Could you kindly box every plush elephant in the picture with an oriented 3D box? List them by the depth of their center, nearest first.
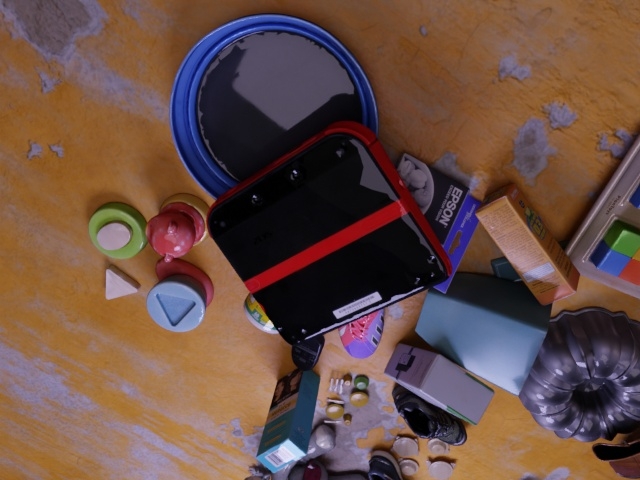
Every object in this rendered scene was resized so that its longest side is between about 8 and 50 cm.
[{"bbox_3d":[-0.064,0.666,1.410,0.330,0.255,0.271,-18,113,15],"label":"plush elephant"}]

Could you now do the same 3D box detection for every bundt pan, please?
[{"bbox_3d":[0.593,0.316,1.234,0.331,0.124,0.330,3,118,5],"label":"bundt pan"}]

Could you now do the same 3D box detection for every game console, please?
[{"bbox_3d":[0.000,0.000,1.050,0.387,0.060,0.341,-28,103,27],"label":"game console"}]

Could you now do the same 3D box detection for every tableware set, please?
[{"bbox_3d":[0.066,0.396,1.392,0.104,0.024,0.154,6,116,0],"label":"tableware set"},{"bbox_3d":[0.266,0.563,1.453,0.169,0.020,0.140,0,115,8],"label":"tableware set"}]

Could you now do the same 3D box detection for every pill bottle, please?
[{"bbox_3d":[-0.070,0.091,1.199,0.118,0.117,0.208,31,116,-9],"label":"pill bottle"}]

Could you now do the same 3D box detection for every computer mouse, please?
[{"bbox_3d":[-0.009,0.200,1.297,0.071,0.041,0.241,27,113,15],"label":"computer mouse"}]

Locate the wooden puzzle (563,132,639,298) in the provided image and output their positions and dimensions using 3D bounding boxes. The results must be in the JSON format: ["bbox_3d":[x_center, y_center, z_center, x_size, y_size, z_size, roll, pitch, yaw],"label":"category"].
[{"bbox_3d":[0.688,-0.016,1.068,0.348,0.080,0.321,20,115,-6],"label":"wooden puzzle"}]

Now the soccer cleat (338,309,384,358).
[{"bbox_3d":[0.092,0.141,1.205,0.109,0.116,0.317,8,117,3],"label":"soccer cleat"}]

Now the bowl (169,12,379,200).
[{"bbox_3d":[-0.086,-0.226,1.065,0.392,0.077,0.390,3,117,5],"label":"bowl"}]

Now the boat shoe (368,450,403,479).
[{"bbox_3d":[0.194,0.667,1.469,0.095,0.079,0.254,-9,116,30],"label":"boat shoe"}]

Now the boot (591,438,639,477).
[{"bbox_3d":[0.761,0.452,1.240,0.264,0.096,0.280,-18,144,27],"label":"boot"}]

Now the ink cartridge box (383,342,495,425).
[{"bbox_3d":[0.248,0.305,1.214,0.153,0.208,0.086,33,80,-10],"label":"ink cartridge box"}]

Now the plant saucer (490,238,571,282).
[{"bbox_3d":[0.460,0.047,1.172,0.192,0.018,0.067,-16,113,15],"label":"plant saucer"}]

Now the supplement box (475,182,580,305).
[{"bbox_3d":[0.404,0.007,1.090,0.233,0.078,0.080,51,131,-4],"label":"supplement box"}]

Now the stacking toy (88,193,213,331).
[{"bbox_3d":[-0.377,0.060,1.212,0.280,0.130,0.308,3,117,5],"label":"stacking toy"}]

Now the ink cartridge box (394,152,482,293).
[{"bbox_3d":[0.205,-0.031,1.092,0.208,0.045,0.206,27,82,-8],"label":"ink cartridge box"}]

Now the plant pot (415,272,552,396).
[{"bbox_3d":[0.329,0.170,1.158,0.235,0.166,0.165,20,118,17],"label":"plant pot"}]

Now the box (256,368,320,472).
[{"bbox_3d":[-0.068,0.399,1.282,0.101,0.244,0.060,-37,107,22],"label":"box"}]

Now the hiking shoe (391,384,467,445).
[{"bbox_3d":[0.260,0.443,1.340,0.227,0.114,0.086,36,115,-11],"label":"hiking shoe"}]
